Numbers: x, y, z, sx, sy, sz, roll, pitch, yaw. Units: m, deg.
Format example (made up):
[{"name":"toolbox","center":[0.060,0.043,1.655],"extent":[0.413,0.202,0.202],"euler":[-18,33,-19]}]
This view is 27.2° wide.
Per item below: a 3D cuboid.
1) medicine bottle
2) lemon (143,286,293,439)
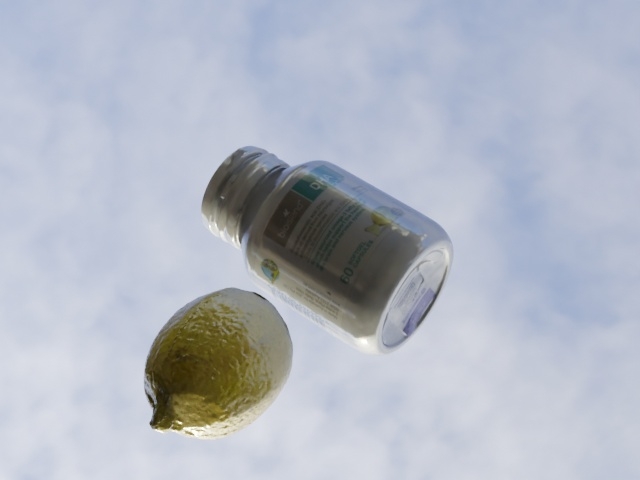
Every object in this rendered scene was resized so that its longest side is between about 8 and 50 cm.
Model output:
[{"name":"medicine bottle","center":[0.000,0.000,1.201],"extent":[0.215,0.135,0.135],"euler":[31,-78,24]},{"name":"lemon","center":[-0.064,0.077,0.804],"extent":[0.082,0.111,0.082],"euler":[23,-44,25]}]
